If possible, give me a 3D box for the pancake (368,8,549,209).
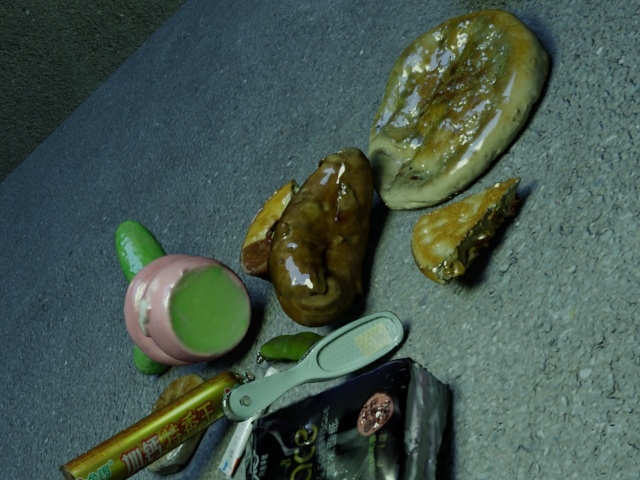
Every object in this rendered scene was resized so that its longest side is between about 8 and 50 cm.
[{"bbox_3d":[0.208,-0.226,1.734,0.387,0.082,0.387,-34,39,34],"label":"pancake"}]

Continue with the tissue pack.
[{"bbox_3d":[0.019,0.319,1.405,0.332,0.123,0.245,-31,34,37],"label":"tissue pack"}]

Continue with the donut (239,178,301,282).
[{"bbox_3d":[-0.072,0.002,1.916,0.141,0.085,0.217,-29,37,39],"label":"donut"}]

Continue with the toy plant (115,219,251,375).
[{"bbox_3d":[-0.277,0.105,1.959,0.356,0.211,0.317,176,83,-68],"label":"toy plant"}]

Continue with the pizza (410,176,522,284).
[{"bbox_3d":[0.224,-0.020,1.523,0.199,0.062,0.188,-37,25,16],"label":"pizza"}]

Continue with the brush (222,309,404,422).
[{"bbox_3d":[-0.013,0.189,1.556,0.297,0.068,0.060,-26,-2,-5],"label":"brush"}]

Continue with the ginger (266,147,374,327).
[{"bbox_3d":[0.000,0.000,1.724,0.172,0.165,0.321,-41,32,57],"label":"ginger"}]

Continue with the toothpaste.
[{"bbox_3d":[-0.117,0.301,1.728,0.048,0.031,0.190,15,76,57],"label":"toothpaste"}]

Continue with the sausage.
[{"bbox_3d":[-0.254,0.314,1.719,0.371,0.082,0.082,-29,13,-33],"label":"sausage"}]

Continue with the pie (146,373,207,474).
[{"bbox_3d":[-0.268,0.335,1.901,0.195,0.046,0.195,-35,35,30],"label":"pie"}]

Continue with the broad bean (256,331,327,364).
[{"bbox_3d":[-0.023,0.180,1.694,0.254,0.046,0.065,-5,45,54],"label":"broad bean"}]
